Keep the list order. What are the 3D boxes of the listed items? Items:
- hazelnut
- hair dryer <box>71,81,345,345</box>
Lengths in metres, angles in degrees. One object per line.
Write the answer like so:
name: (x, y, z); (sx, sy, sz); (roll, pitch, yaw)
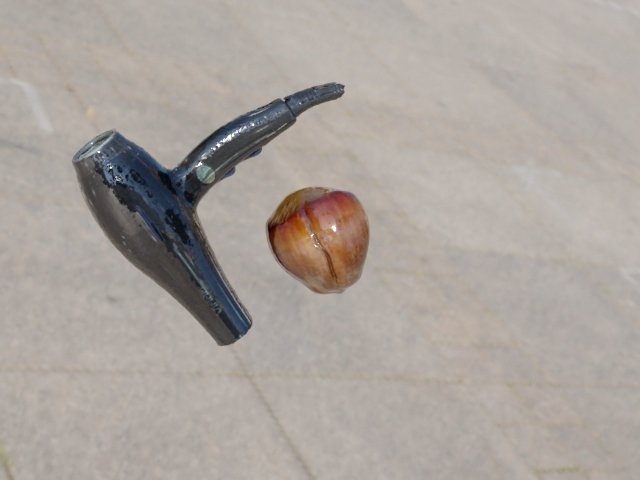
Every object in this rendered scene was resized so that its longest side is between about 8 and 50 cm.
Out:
hazelnut: (0.000, 0.000, 0.922); (0.086, 0.086, 0.086); (22, 26, -11)
hair dryer: (-0.060, -0.045, 0.986); (0.195, 0.219, 0.075); (53, -1, -21)
